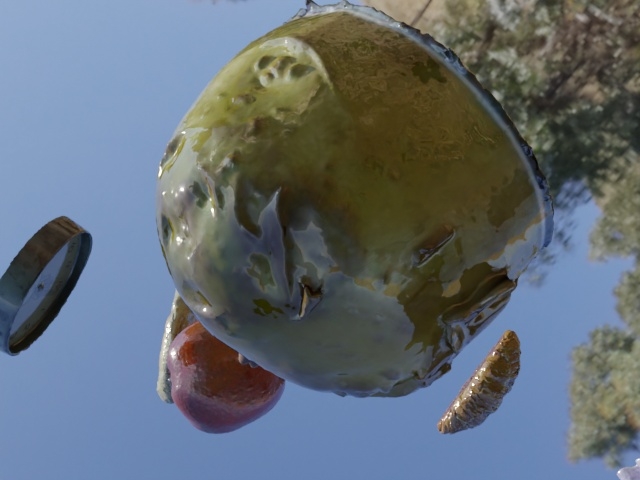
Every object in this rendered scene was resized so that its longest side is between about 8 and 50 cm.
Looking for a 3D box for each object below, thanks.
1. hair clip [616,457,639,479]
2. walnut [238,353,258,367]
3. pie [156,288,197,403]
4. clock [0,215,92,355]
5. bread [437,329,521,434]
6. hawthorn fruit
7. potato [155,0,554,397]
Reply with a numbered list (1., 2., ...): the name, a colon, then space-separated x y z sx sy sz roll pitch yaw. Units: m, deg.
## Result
1. hair clip: 0.165 0.119 0.409 0.106 0.292 0.085 -1 -128 -11
2. walnut: 0.000 0.000 1.018 0.209 0.336 0.209 33 177 2
3. pie: -0.250 0.176 1.559 0.052 0.185 0.218 12 -105 -7
4. clock: -0.403 0.066 1.272 0.042 0.215 0.215 29 -149 2
5. bread: 0.303 0.272 1.617 0.076 0.233 0.105 37 -170 7
6. hawthorn fruit: -0.129 0.206 1.412 0.225 0.197 0.197 -12 -143 7
7. potato: -0.014 -0.012 0.595 0.196 0.299 0.246 -35 -85 -15
